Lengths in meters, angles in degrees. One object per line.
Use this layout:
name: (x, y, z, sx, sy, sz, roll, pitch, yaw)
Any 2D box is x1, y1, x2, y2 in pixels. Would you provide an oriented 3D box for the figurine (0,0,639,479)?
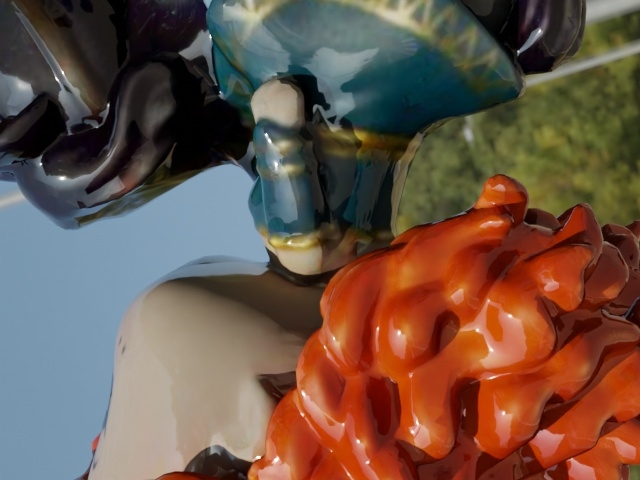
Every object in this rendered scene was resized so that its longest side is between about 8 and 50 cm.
figurine: (-0.008, -0.008, 0.653, 0.241, 0.306, 0.412, 128, 122, -88)
